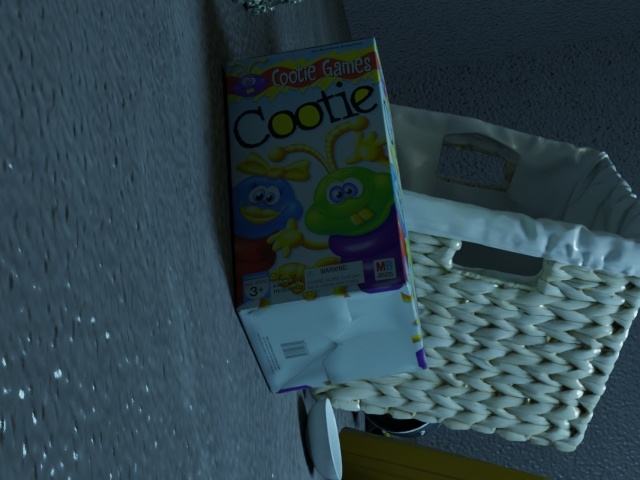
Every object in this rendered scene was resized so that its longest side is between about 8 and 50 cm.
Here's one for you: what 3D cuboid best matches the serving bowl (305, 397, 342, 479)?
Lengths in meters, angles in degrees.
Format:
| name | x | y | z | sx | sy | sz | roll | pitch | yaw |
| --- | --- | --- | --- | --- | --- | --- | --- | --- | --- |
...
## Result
| name | x | y | z | sx | sy | sz | roll | pitch | yaw |
| --- | --- | --- | --- | --- | --- | --- | --- | --- | --- |
| serving bowl | 0.001 | 0.203 | 1.340 | 0.083 | 0.027 | 0.083 | -9 | 90 | -85 |

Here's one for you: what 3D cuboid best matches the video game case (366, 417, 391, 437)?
| name | x | y | z | sx | sy | sz | roll | pitch | yaw |
| --- | --- | --- | --- | --- | --- | --- | --- | --- | --- |
| video game case | 0.111 | 0.435 | 2.023 | 0.248 | 0.035 | 0.274 | -87 | 165 | -66 |

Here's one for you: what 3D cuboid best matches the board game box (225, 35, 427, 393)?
| name | x | y | z | sx | sy | sz | roll | pitch | yaw |
| --- | --- | --- | --- | --- | --- | --- | --- | --- | --- |
| board game box | 0.003 | -0.026 | 1.176 | 0.144 | 0.142 | 0.275 | 73 | 9 | -54 |

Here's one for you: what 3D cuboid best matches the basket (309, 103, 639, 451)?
| name | x | y | z | sx | sy | sz | roll | pitch | yaw |
| --- | --- | --- | --- | --- | --- | --- | --- | --- | --- |
| basket | 0.164 | 0.031 | 1.473 | 0.331 | 0.328 | 0.266 | -90 | -168 | -70 |

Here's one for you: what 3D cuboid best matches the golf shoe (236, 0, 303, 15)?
| name | x | y | z | sx | sy | sz | roll | pitch | yaw |
| --- | --- | --- | --- | --- | --- | --- | --- | --- | --- |
| golf shoe | -0.060 | -0.293 | 1.422 | 0.176 | 0.069 | 0.086 | -18 | 92 | -85 |

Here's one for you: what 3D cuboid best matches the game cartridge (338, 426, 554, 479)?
| name | x | y | z | sx | sy | sz | roll | pitch | yaw |
| --- | --- | --- | --- | --- | --- | --- | --- | --- | --- |
| game cartridge | 0.187 | 0.347 | 1.543 | 0.052 | 0.324 | 0.285 | -61 | 151 | -33 |

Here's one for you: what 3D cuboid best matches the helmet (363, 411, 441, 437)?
| name | x | y | z | sx | sy | sz | roll | pitch | yaw |
| --- | --- | --- | --- | --- | --- | --- | --- | --- | --- |
| helmet | 0.120 | 0.195 | 1.885 | 0.161 | 0.169 | 0.169 | 60 | 13 | -22 |
